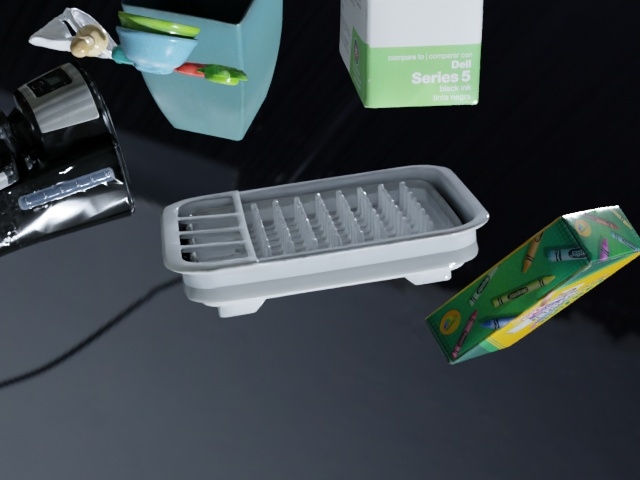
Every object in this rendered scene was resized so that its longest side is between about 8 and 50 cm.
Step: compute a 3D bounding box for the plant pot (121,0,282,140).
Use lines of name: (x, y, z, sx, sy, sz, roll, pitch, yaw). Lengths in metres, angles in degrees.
plant pot: (-0.144, -0.261, 2.032, 0.165, 0.234, 0.165, 12, 48, 16)

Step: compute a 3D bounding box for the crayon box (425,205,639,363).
crayon box: (0.300, 0.062, 2.126, 0.165, 0.278, 0.081, -10, 66, -51)

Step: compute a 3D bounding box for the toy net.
toy net: (-0.164, -0.173, 1.296, 0.122, 0.045, 0.232, 3, 10, -40)

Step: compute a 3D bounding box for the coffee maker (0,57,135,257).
coffee maker: (-0.240, -0.035, 1.144, 0.178, 0.171, 0.120, -19, 50, -17)

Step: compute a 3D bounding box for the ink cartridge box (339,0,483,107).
ink cartridge box: (0.084, -0.285, 1.435, 0.114, 0.273, 0.198, -2, 24, -6)

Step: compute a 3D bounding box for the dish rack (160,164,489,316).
dish rack: (0.000, 0.000, 1.614, 0.332, 0.072, 0.285, -9, 16, -4)
